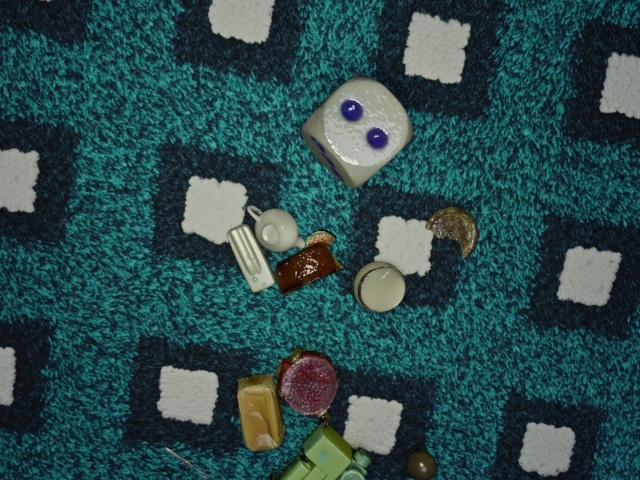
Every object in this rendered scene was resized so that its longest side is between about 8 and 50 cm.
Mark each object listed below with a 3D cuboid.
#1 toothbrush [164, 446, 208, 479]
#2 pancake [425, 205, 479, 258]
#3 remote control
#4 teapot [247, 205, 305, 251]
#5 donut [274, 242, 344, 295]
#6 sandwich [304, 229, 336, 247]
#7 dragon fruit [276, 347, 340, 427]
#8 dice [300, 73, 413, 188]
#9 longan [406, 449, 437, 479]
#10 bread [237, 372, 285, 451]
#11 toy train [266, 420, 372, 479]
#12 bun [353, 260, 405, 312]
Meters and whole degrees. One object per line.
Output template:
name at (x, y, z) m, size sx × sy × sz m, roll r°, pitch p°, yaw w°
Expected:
toothbrush at (-0.475, 0.787, 1.497) m, size 0.193 × 0.019 × 0.013 m, roll 39°, pitch 94°, yaw -4°
pancake at (0.452, -0.026, 1.453) m, size 0.191 × 0.020 × 0.183 m, roll 1°, pitch 97°, yaw -3°
remote control at (-0.234, 0.060, 1.413) m, size 0.090 × 0.049 × 0.230 m, roll -24°, pitch 98°, yaw 2°
teapot at (-0.153, -0.038, 1.384) m, size 0.226 × 0.092 × 0.145 m, roll 42°, pitch 108°, yaw 0°
donut at (-0.044, 0.091, 1.382) m, size 0.187 × 0.144 × 0.126 m, roll -33°, pitch 79°, yaw 36°
sandwich at (-0.004, -0.001, 1.431) m, size 0.101 × 0.026 × 0.069 m, roll -39°, pitch 101°, yaw 5°
dragon fruit at (-0.046, 0.481, 1.434) m, size 0.211 × 0.147 × 0.281 m, roll -24°, pitch 100°, yaw -9°
dice at (0.107, -0.323, 1.286) m, size 0.243 × 0.259 × 0.251 m, roll -44°, pitch 95°, yaw 0°
longan at (0.357, 0.803, 1.506) m, size 0.106 × 0.106 × 0.119 m, roll 4°, pitch 138°, yaw -3°
bread at (-0.202, 0.582, 1.443) m, size 0.137 × 0.107 × 0.240 m, roll -9°, pitch 96°, yaw 1°
toy train at (-0.016, 0.835, 1.462) m, size 0.253 × 0.160 × 0.397 m, roll 42°, pitch 92°, yaw 0°
bun at (0.192, 0.150, 1.409) m, size 0.173 × 0.120 × 0.172 m, roll -2°, pitch 102°, yaw -7°
